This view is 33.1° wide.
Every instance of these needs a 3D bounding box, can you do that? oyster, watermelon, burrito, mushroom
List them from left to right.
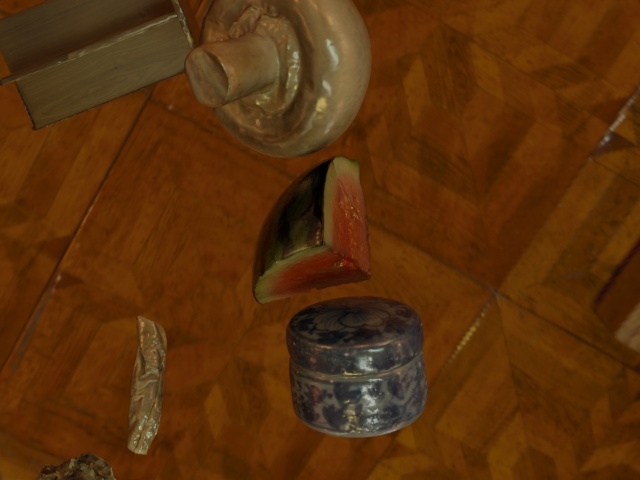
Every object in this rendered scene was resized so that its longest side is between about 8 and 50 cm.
[{"bbox_3d":[-0.441,0.439,1.855,0.252,0.087,0.199,11,119,21],"label":"oyster"},{"bbox_3d":[-0.280,0.235,1.743,0.058,0.063,0.230,6,65,-16],"label":"burrito"},{"bbox_3d":[-0.059,-0.182,1.115,0.207,0.215,0.207,11,111,32],"label":"mushroom"},{"bbox_3d":[-0.018,-0.011,1.135,0.137,0.145,0.193,32,91,29],"label":"watermelon"}]

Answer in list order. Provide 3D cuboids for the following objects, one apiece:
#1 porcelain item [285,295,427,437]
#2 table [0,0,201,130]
[{"bbox_3d":[0.039,0.127,1.143,0.147,0.147,0.114,-4,107,0],"label":"porcelain item"},{"bbox_3d":[-0.260,-0.230,1.259,0.226,0.167,0.167,-21,109,3],"label":"table"}]
